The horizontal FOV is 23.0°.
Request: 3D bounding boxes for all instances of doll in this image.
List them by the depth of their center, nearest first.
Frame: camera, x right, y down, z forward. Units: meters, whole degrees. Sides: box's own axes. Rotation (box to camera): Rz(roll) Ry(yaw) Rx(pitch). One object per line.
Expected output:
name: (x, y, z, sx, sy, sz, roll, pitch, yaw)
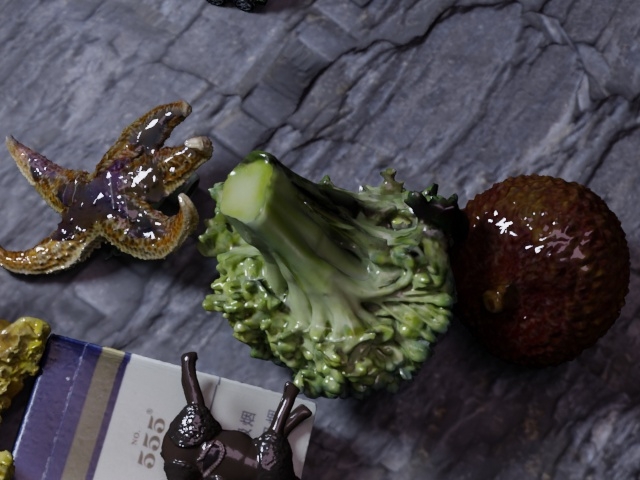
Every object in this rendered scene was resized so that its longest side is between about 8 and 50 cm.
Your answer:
doll: (-0.076, 0.192, 1.363, 0.139, 0.057, 0.165, 17, 68, -6)

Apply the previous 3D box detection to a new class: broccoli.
broccoli: (0.000, 0.000, 1.422, 0.247, 0.243, 0.263, -34, 48, 11)

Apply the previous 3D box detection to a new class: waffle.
waffle: (-0.298, 0.157, 1.384, 0.051, 0.149, 0.194, 43, 51, -37)

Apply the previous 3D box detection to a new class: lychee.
lychee: (0.206, 0.026, 1.498, 0.194, 0.194, 0.194, 4, 65, -7)

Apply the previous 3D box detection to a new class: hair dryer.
hair dryer: (-0.178, -0.030, 1.542, 0.063, 0.038, 0.124, 33, 72, 8)

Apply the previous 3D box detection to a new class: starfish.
starfish: (-0.209, -0.045, 1.499, 0.238, 0.071, 0.216, -40, 53, -2)

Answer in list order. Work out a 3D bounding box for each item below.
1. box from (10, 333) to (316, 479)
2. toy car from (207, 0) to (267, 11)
box: (-0.146, 0.196, 1.417, 0.259, 0.071, 0.168, 15, 64, -1)
toy car: (-0.128, -0.298, 1.654, 0.165, 0.062, 0.071, 13, 65, -3)
